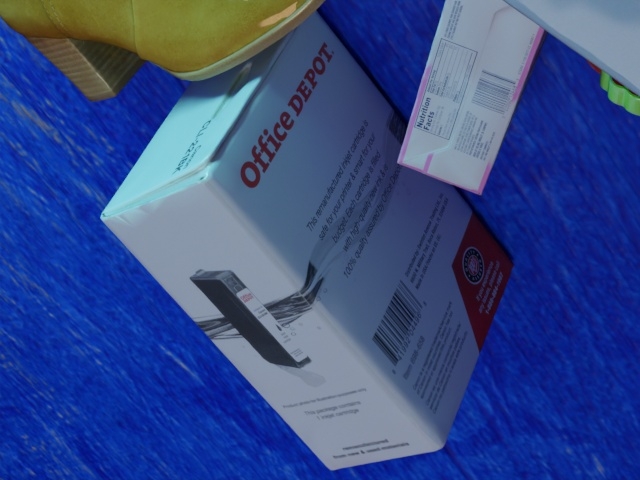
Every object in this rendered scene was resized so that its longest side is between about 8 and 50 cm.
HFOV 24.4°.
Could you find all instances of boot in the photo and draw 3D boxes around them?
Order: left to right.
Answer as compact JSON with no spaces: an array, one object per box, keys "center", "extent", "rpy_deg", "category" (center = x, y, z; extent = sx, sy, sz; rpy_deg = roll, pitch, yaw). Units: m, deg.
[{"center":[-0.137,-0.210,0.998],"extent":[0.295,0.104,0.211],"rpy_deg":[-13,125,41],"category":"boot"}]

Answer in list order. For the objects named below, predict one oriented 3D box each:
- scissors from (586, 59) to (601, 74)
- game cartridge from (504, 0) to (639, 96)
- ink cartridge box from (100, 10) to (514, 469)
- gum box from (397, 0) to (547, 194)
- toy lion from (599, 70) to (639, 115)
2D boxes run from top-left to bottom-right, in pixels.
[{"center":[0.252,-0.184,0.889],"extent":[0.109,0.021,0.297],"rpy_deg":[27,138,3],"category":"scissors"},{"center":[0.226,-0.210,0.757],"extent":[0.196,0.060,0.294],"rpy_deg":[39,117,9],"category":"game cartridge"},{"center":[0.000,0.000,1.068],"extent":[0.114,0.197,0.273],"rpy_deg":[-18,122,39],"category":"ink cartridge box"},{"center":[0.110,-0.128,0.948],"extent":[0.062,0.107,0.188],"rpy_deg":[22,138,6],"category":"gum box"},{"center":[0.222,-0.105,0.894],"extent":[0.100,0.096,0.034],"rpy_deg":[13,137,15],"category":"toy lion"}]
